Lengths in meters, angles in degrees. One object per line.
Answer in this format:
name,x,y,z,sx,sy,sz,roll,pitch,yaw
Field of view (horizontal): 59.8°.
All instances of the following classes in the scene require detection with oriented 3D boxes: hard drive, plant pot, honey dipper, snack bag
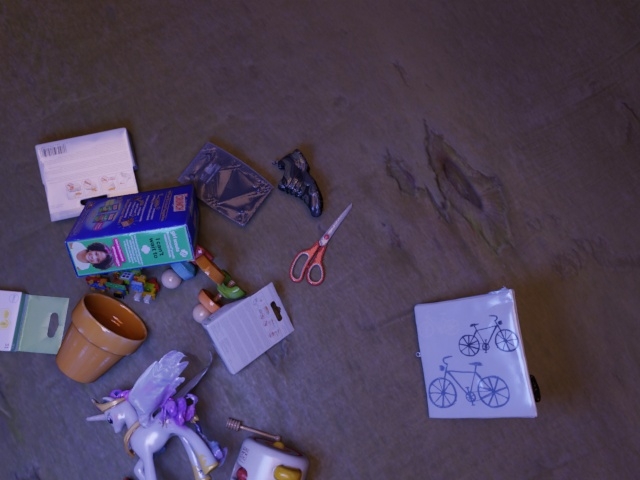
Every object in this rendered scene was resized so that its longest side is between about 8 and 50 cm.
hard drive,-0.289,-0.170,1.709,0.254,0.054,0.172,34,79,5
plant pot,-0.620,0.280,1.536,0.205,0.205,0.188,40,94,6
honey dipper,-0.189,0.541,1.576,0.160,0.030,0.031,19,78,-2
snack bag,0.413,0.319,1.542,0.323,0.037,0.343,-17,76,39

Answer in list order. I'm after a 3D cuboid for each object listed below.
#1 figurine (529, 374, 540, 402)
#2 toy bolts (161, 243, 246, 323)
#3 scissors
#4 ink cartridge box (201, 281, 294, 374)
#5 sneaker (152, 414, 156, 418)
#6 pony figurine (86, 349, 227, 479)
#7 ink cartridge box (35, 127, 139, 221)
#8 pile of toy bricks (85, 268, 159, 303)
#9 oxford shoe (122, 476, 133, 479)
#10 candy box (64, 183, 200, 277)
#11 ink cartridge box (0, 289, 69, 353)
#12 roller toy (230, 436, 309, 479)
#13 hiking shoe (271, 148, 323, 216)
figurine,0.534,0.345,1.557,0.092,0.209,0.215,-15,79,-6
toy bolts,-0.361,0.114,1.584,0.158,0.218,0.228,-44,65,-4
scissors,0.000,0.000,1.703,0.109,0.021,0.297,22,79,4
ink cartridge box,-0.204,0.245,1.590,0.224,0.056,0.181,-35,117,-27
sneaker,-0.509,0.508,1.559,0.118,0.042,0.067,28,75,1
pony figurine,-0.401,0.467,1.437,0.351,0.303,0.363,-40,68,-2
ink cartridge box,-0.698,-0.199,1.696,0.275,0.060,0.239,-13,88,-6
pile of toy bricks,-0.574,0.096,1.624,0.212,0.118,0.105,11,45,9
oxford shoe,-0.507,0.775,1.477,0.098,0.097,0.272,-18,79,0
candy box,-0.507,-0.034,1.560,0.317,0.268,0.122,-10,120,-2
ink cartridge box,-0.863,0.234,1.597,0.235,0.056,0.171,5,77,0
roller toy,-0.132,0.607,1.476,0.191,0.209,0.146,15,76,15
hiking shoe,-0.068,-0.162,1.715,0.114,0.086,0.227,-24,74,6
